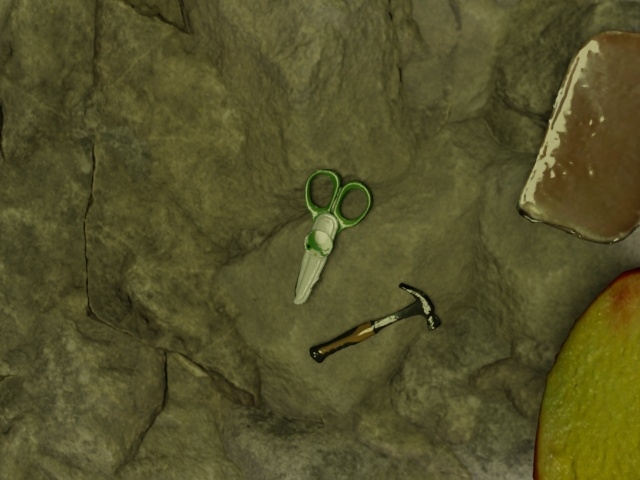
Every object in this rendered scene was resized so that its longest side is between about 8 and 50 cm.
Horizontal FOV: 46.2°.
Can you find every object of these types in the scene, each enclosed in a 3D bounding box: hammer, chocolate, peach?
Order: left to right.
[{"bbox_3d":[0.070,0.127,1.098,0.201,0.021,0.078,-26,90,19],"label":"hammer"},{"bbox_3d":[0.364,-0.125,0.933,0.161,0.083,0.261,28,106,29],"label":"chocolate"},{"bbox_3d":[0.440,0.224,0.840,0.310,0.335,0.405,14,90,-18],"label":"peach"}]

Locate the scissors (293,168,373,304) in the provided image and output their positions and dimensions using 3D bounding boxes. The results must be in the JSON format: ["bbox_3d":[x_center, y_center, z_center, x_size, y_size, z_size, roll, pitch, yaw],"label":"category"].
[{"bbox_3d":[0.000,0.000,1.097,0.101,0.027,0.204,25,104,13],"label":"scissors"}]
